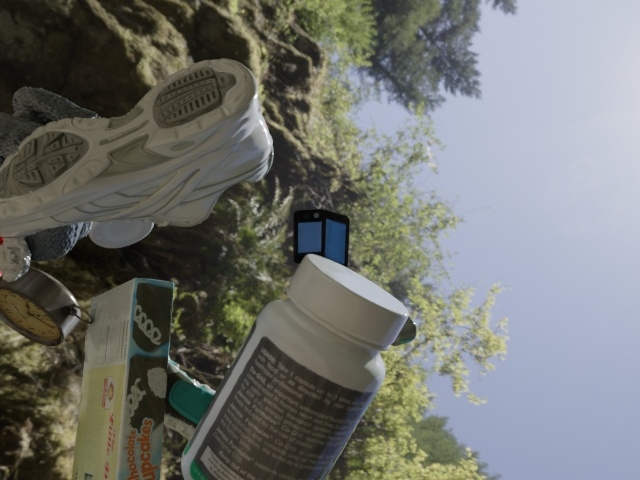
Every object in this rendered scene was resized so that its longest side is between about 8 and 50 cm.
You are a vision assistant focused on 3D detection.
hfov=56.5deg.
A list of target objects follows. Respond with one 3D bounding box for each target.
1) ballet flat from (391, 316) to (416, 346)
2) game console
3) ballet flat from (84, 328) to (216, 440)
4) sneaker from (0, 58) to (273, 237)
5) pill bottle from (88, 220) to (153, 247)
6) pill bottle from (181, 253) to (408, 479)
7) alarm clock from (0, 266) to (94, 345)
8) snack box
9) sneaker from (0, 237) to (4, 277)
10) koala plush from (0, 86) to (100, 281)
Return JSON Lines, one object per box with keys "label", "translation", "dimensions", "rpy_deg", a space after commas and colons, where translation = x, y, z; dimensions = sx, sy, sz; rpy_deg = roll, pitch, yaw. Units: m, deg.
{"label": "ballet flat", "translation": [0.106, 0.141, 1.213], "dimensions": [0.213, 0.068, 0.072], "rpy_deg": [37, -46, 44]}
{"label": "game console", "translation": [0.000, 0.000, 1.261], "dimensions": [0.071, 0.107, 0.122], "rpy_deg": [-126, -145, -67]}
{"label": "ballet flat", "translation": [-0.355, 0.328, 1.279], "dimensions": [0.147, 0.409, 0.147], "rpy_deg": [-40, -161, 17]}
{"label": "sneaker", "translation": [-0.139, -0.040, 0.452], "dimensions": [0.232, 0.115, 0.090], "rpy_deg": [-18, -129, 7]}
{"label": "pill bottle", "translation": [-0.398, -0.100, 1.114], "dimensions": [0.119, 0.119, 0.208], "rpy_deg": [-40, -120, 19]}
{"label": "pill bottle", "translation": [-0.034, 0.216, 0.867], "dimensions": [0.204, 0.204, 0.361], "rpy_deg": [37, -79, 46]}
{"label": "alarm clock", "translation": [-0.407, 0.098, 0.883], "dimensions": [0.192, 0.129, 0.064], "rpy_deg": [7, -136, 27]}
{"label": "snack box", "translation": [-0.270, 0.224, 0.801], "dimensions": [0.187, 0.060, 0.322], "rpy_deg": [-19, -115, 51]}
{"label": "sneaker", "translation": [-0.734, 0.014, 1.317], "dimensions": [0.118, 0.279, 0.107], "rpy_deg": [-31, -172, -33]}
{"label": "koala plush", "translation": [-0.374, -0.059, 0.811], "dimensions": [0.196, 0.203, 0.221], "rpy_deg": [-59, 171, -61]}
